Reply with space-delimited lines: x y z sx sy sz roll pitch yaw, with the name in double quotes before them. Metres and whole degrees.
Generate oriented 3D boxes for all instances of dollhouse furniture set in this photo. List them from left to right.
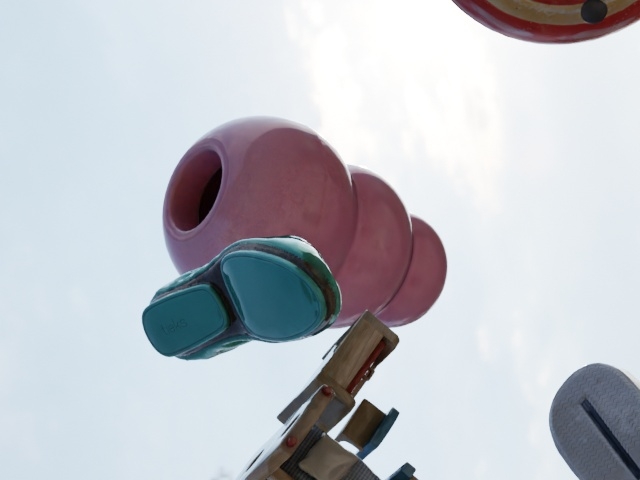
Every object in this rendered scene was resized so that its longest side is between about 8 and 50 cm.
"dollhouse furniture set" 0.038 0.151 1.079 0.129 0.129 0.184 39 -131 -1

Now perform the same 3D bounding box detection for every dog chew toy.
"dog chew toy" 0.000 0.000 1.542 0.332 0.206 0.206 22 -116 -36

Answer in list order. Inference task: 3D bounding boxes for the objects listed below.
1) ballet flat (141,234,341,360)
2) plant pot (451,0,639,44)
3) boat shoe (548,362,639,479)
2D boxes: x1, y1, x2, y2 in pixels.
"ballet flat" -0.045 0.035 1.117 0.087 0.247 0.083 -30 -83 -37
"plant pot" 0.143 -0.220 0.880 0.174 0.191 0.191 -90 -20 -61
"boat shoe" 0.289 0.218 1.068 0.119 0.121 0.335 22 -150 -36
